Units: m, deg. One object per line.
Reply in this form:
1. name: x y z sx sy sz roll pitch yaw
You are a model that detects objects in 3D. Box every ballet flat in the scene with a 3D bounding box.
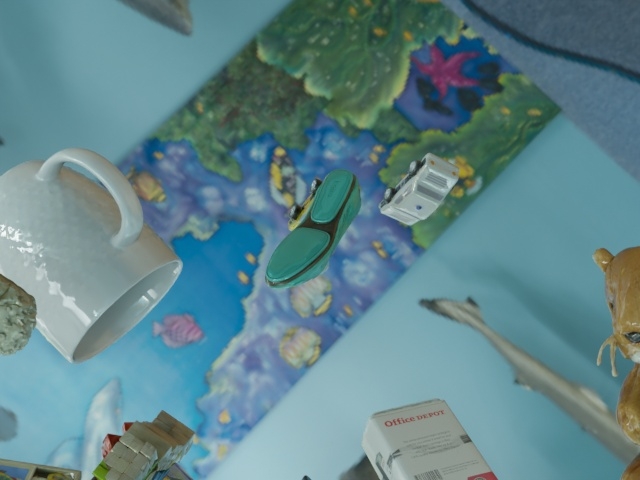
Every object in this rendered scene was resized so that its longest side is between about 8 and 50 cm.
1. ballet flat: 0.000 0.000 1.349 0.083 0.247 0.087 11 143 30

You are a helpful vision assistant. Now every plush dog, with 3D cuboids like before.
1. plush dog: -0.571 0.100 1.220 0.262 0.225 0.210 34 171 21

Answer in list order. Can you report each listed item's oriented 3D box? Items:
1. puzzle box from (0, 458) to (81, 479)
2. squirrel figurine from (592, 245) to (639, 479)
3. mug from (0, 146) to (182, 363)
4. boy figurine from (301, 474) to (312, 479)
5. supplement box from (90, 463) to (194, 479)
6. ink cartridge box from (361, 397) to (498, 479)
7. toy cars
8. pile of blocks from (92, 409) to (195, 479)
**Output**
1. puzzle box: -0.688 0.510 1.649 0.409 0.052 0.272 10 -155 -5
2. squirrel figurine: 0.539 0.129 1.231 0.281 0.397 0.370 -11 118 54
3. mug: -0.446 -0.010 1.595 0.328 0.276 0.374 45 131 7
4. boy figurine: -0.113 0.489 1.387 0.177 0.285 0.092 57 180 -22
5. supplement box: -0.394 0.547 1.855 0.129 0.191 0.194 37 172 24
6. ink cartridge box: 0.189 0.391 1.507 0.218 0.159 0.092 -121 33 -43
7. toy cars: 0.103 -0.068 1.817 0.176 0.394 0.087 63 -157 -44
8. pile of blocks: -0.348 0.402 1.630 0.113 0.149 0.362 32 179 9
